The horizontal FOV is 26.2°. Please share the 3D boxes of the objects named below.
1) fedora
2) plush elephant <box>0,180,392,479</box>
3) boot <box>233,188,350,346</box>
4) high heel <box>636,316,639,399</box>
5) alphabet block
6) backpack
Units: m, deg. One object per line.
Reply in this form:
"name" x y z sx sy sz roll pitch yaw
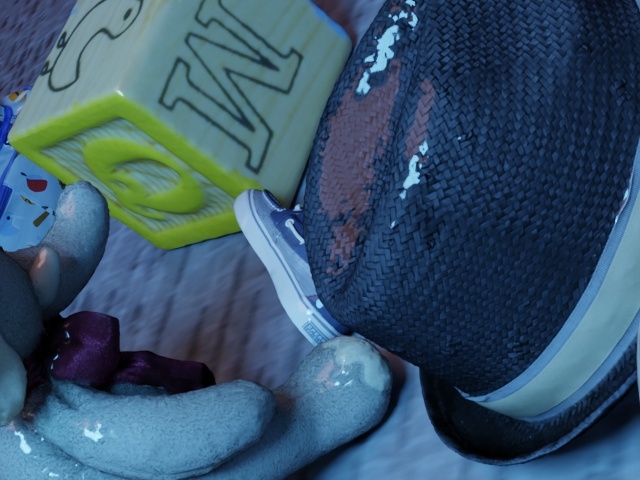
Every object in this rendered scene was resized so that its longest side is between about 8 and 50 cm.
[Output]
"fedora" 0.090 -0.047 0.782 0.334 0.153 0.334 -49 31 44
"plush elephant" -0.177 0.085 0.890 0.330 0.255 0.272 -34 13 -37
"boot" 0.000 0.000 1.037 0.086 0.069 0.190 -40 39 7
"high heel" 0.215 0.112 0.576 0.181 0.127 0.377 10 72 37
"alphabet block" -0.119 -0.131 1.203 0.192 0.193 0.197 -16 46 49
"backpack" -0.376 -0.020 1.443 0.277 0.213 0.263 -20 54 39
